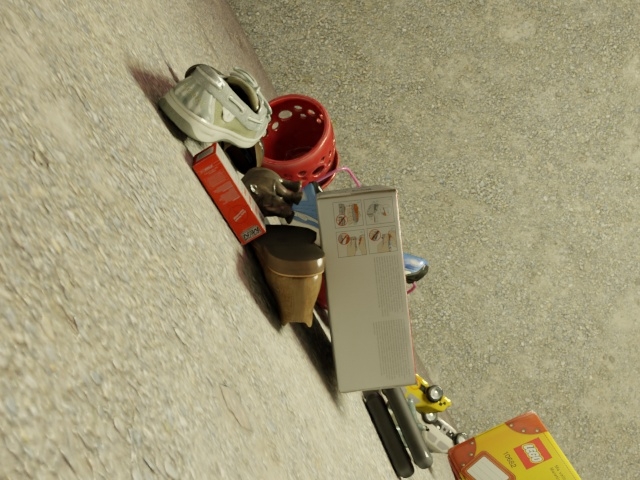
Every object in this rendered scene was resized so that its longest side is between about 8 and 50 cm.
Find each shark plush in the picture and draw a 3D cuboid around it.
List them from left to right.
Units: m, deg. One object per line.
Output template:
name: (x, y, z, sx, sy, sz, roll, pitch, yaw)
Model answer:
shark plush: (0.192, 0.395, 1.734, 0.161, 0.067, 0.073, 60, 6, -13)

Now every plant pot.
plant pot: (-0.056, -0.208, 1.930, 0.174, 0.191, 0.191, 67, -2, -62)

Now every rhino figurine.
rhino figurine: (-0.089, -0.072, 1.429, 0.106, 0.073, 0.243, 20, 12, -7)

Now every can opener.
can opener: (0.132, 0.309, 1.595, 0.095, 0.076, 0.283, 51, 13, -56)

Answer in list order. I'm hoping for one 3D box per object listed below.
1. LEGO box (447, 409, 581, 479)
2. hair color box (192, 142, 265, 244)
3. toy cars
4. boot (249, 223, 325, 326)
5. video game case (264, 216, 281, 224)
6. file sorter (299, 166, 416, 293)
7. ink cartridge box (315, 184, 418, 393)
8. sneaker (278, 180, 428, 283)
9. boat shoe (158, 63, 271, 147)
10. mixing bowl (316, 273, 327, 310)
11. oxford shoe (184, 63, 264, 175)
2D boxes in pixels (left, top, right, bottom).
LEGO box: (0.444, 0.623, 1.520, 0.500, 0.193, 0.372, -118, -176, -52)
hair color box: (-0.135, -0.070, 1.267, 0.141, 0.043, 0.072, 58, 6, -20)
toy cars: (0.213, 0.383, 1.860, 0.176, 0.087, 0.394, 18, -28, 40)
boot: (-0.056, 0.043, 1.311, 0.305, 0.112, 0.115, -116, -154, -73)
video game case: (-0.081, -0.015, 1.626, 0.087, 0.011, 0.122, 60, 6, -3)
file sorter: (0.062, 0.012, 1.875, 0.291, 0.182, 0.202, 63, 7, 21)
ink cartridge box: (0.070, 0.066, 1.430, 0.272, 0.130, 0.309, -100, -177, -84)
sneaker: (0.075, -0.024, 1.697, 0.330, 0.147, 0.130, 29, -1, 23)
boat shoe: (-0.142, -0.221, 1.345, 0.118, 0.103, 0.320, 46, 17, 8)
mixing bowl: (0.054, 0.101, 1.652, 0.181, 0.098, 0.181, 27, -3, 1)
oxford shoe: (-0.165, -0.211, 1.513, 0.227, 0.083, 0.096, 55, 14, -29)
